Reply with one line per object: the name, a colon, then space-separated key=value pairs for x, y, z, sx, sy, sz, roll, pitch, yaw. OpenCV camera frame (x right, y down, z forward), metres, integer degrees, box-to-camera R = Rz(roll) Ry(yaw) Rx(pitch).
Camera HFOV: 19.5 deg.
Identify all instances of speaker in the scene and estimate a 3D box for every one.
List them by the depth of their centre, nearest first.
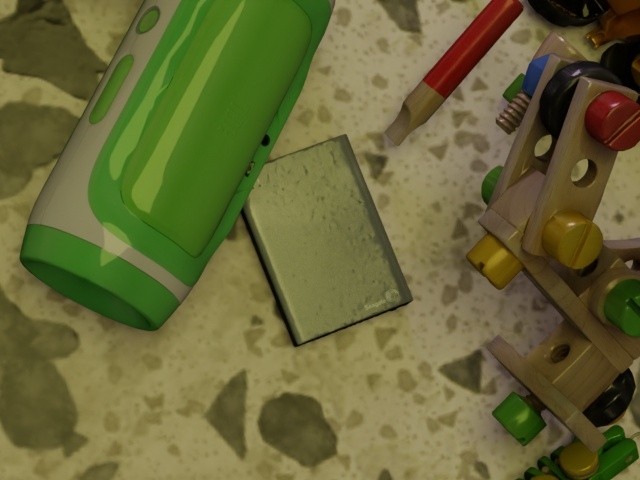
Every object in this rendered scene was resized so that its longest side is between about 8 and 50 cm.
speaker: x=-0.096 y=-0.090 z=1.318 sx=0.131 sy=0.131 sz=0.296 roll=28 pitch=76 yaw=-5

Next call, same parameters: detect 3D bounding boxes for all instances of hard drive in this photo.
hard drive: x=0.000 y=0.000 z=1.373 sx=0.094 sy=0.022 sz=0.135 roll=-21 pitch=85 yaw=-14

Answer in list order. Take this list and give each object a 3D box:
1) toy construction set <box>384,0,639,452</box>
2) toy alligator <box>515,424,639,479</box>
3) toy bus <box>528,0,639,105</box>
toy construction set: x=0.157 y=0.001 z=1.322 sx=0.237 sy=0.257 sz=0.309 roll=-48 pitch=59 yaw=7
toy alligator: x=0.190 y=0.166 z=1.371 sx=0.190 sy=0.056 sz=0.051 roll=-39 pitch=46 yaw=-22
toy bus: x=0.285 y=-0.214 z=1.420 sx=0.211 sy=0.149 sz=0.220 roll=-36 pitch=91 yaw=-31
